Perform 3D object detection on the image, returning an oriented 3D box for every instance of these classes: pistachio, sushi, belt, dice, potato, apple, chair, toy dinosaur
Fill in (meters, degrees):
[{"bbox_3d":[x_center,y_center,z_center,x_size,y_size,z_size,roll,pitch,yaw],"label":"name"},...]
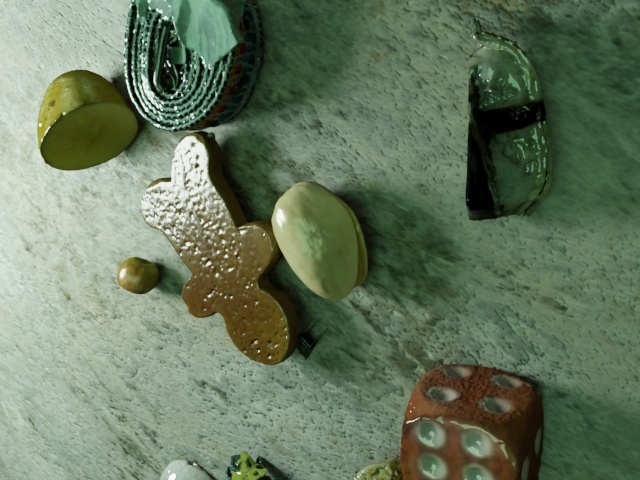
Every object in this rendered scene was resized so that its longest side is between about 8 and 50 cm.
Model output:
[{"bbox_3d":[0.000,0.000,0.902,0.145,0.117,0.200,-31,85,45],"label":"pistachio"},{"bbox_3d":[0.253,-0.164,0.744,0.109,0.134,0.273,2,87,15],"label":"sushi"},{"bbox_3d":[-0.211,-0.312,0.932,0.207,0.150,0.257,23,113,13],"label":"belt"},{"bbox_3d":[0.226,0.295,0.814,0.174,0.179,0.175,5,101,28],"label":"dice"},{"bbox_3d":[-0.469,-0.253,1.086,0.158,0.178,0.203,61,139,21],"label":"potato"},{"bbox_3d":[-0.376,0.071,1.149,0.084,0.084,0.071,33,94,19],"label":"apple"},{"bbox_3d":[-0.025,0.182,1.002,0.037,0.042,0.086,45,118,17],"label":"chair"},{"bbox_3d":[-0.117,0.508,1.026,0.153,0.259,0.094,21,115,-6],"label":"toy dinosaur"}]

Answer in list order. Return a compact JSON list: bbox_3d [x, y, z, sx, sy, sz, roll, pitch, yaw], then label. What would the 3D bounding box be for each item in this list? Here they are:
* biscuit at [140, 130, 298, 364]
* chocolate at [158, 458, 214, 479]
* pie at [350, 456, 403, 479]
[{"bbox_3d":[-0.173,0.033,1.036,0.283,0.064,0.432,-40,80,34],"label":"biscuit"},{"bbox_3d":[-0.253,0.621,1.199,0.303,0.100,0.185,32,117,22],"label":"chocolate"},{"bbox_3d":[0.136,0.467,0.960,0.163,0.079,0.193,-14,94,22],"label":"pie"}]
